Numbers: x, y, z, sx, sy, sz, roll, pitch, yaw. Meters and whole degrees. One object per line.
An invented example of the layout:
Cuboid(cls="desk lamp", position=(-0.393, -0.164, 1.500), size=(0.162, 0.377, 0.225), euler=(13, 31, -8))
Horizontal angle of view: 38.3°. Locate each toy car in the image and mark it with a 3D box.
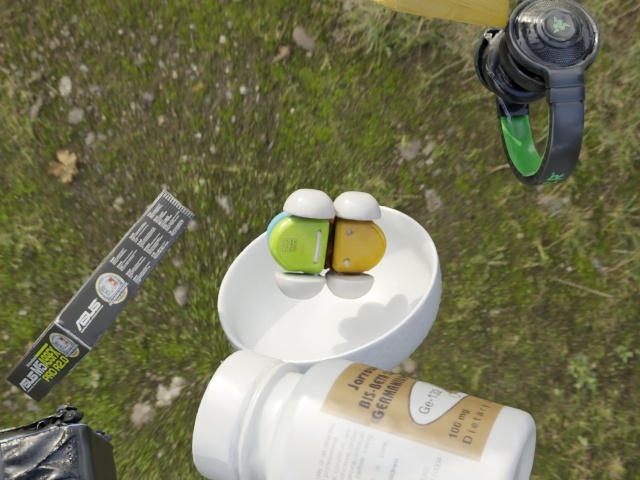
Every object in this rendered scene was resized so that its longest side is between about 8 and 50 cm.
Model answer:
Cuboid(cls="toy car", position=(0.000, 0.000, 1.378), size=(0.182, 0.136, 0.159), euler=(1, 103, -25))

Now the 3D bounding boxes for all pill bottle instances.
Cuboid(cls="pill bottle", position=(0.030, 0.158, 0.676), size=(0.229, 0.131, 0.131), euler=(14, 80, 20))

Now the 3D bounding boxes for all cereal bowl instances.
Cuboid(cls="cereal bowl", position=(0.023, 0.102, 1.411), size=(0.339, 0.141, 0.339), euler=(-10, 41, 9))

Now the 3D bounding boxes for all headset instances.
Cuboid(cls="headset", position=(0.282, -0.274, 1.340), size=(0.185, 0.243, 0.394), euler=(-5, 92, -6))

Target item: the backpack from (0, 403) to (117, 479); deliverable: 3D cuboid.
Cuboid(cls="backpack", position=(-0.279, 0.234, 0.842), size=(0.173, 0.158, 0.116), euler=(-13, 69, -5))

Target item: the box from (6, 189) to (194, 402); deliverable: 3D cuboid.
Cuboid(cls="box", position=(-0.304, 0.077, 1.280), size=(0.060, 0.216, 0.270), euler=(40, 48, -10))

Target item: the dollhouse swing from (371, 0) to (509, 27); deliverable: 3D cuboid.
Cuboid(cls="dollhouse swing", position=(0.083, -0.491, 1.228), size=(0.315, 0.347, 0.305), euler=(-4, 118, -41))
